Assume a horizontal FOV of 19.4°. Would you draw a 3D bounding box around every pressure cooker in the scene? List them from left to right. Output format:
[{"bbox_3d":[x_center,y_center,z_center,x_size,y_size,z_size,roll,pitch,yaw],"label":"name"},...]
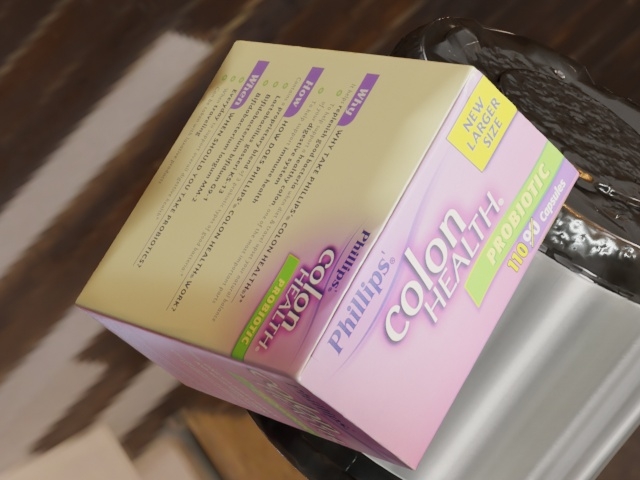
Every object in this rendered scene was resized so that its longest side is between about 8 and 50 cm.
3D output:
[{"bbox_3d":[0.125,0.070,1.633,0.420,0.375,0.370,-56,-173,26],"label":"pressure cooker"}]

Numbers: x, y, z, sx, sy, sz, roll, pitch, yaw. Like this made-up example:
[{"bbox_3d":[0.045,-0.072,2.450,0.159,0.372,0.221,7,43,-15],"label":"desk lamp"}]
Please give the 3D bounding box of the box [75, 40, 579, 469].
[{"bbox_3d":[0.000,0.000,1.176,0.117,0.243,0.213,40,73,-35],"label":"box"}]
